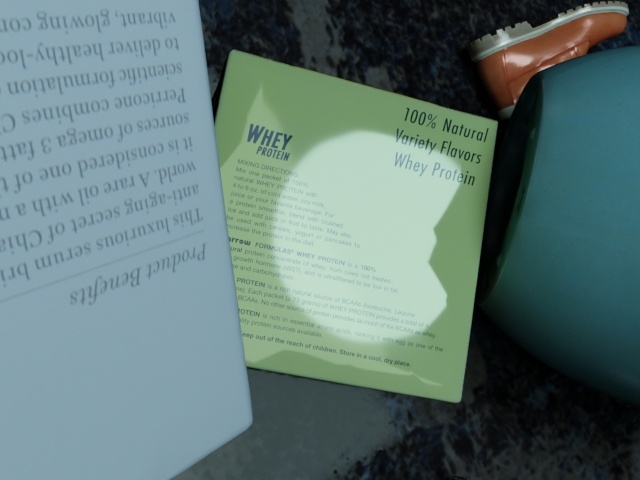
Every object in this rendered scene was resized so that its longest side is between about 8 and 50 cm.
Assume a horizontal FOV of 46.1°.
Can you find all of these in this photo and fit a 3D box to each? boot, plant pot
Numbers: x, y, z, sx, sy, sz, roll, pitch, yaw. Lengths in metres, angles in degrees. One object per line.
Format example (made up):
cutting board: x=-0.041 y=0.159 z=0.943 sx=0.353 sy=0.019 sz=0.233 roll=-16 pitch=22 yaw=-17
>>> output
boot: x=0.217 y=-0.164 z=0.686 sx=0.158 sy=0.059 sz=0.084 roll=-21 pitch=92 yaw=-9
plant pot: x=0.250 y=-0.011 z=0.561 sx=0.235 sy=0.293 sz=0.292 roll=13 pitch=79 yaw=3

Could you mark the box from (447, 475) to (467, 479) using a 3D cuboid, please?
box: x=0.148 y=0.309 z=0.538 sx=0.168 sy=0.167 sz=0.203 roll=32 pitch=75 yaw=-10

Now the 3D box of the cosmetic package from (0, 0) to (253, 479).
cosmetic package: x=-0.183 y=-0.090 z=0.318 sx=0.230 sy=0.162 sz=0.453 roll=-23 pitch=112 yaw=-49

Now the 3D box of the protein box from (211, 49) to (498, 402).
protein box: x=0.000 y=0.000 z=0.555 sx=0.200 sy=0.136 sz=0.201 roll=12 pitch=80 yaw=-13
